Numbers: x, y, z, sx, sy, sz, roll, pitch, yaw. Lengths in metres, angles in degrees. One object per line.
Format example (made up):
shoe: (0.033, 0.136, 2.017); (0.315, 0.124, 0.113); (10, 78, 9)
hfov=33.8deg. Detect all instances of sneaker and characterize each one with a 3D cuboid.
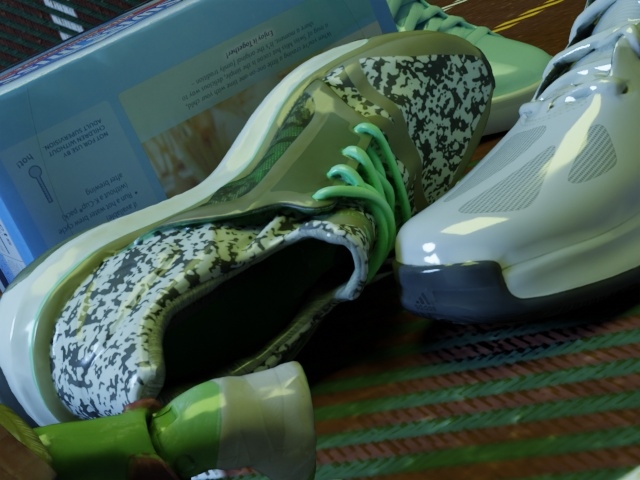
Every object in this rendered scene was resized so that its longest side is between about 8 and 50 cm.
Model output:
sneaker: (0.054, -0.199, 1.012); (0.366, 0.150, 0.135); (13, 47, 27)
sneaker: (0.000, 0.000, 0.664); (0.410, 0.158, 0.182); (-41, 27, -25)
sneaker: (0.182, -0.148, 0.653); (0.447, 0.257, 0.169); (-33, 20, -28)

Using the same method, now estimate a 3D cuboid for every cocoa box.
cocoa box: (-0.113, -0.077, 0.869); (0.347, 0.231, 0.228); (-31, 19, -22)

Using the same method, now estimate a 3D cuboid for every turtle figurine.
turtle figurine: (-0.125, 0.153, 0.426); (0.266, 0.275, 0.198); (-6, -9, -10)
